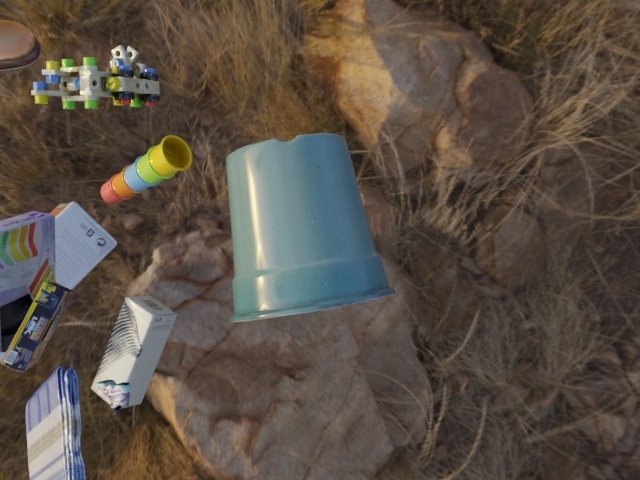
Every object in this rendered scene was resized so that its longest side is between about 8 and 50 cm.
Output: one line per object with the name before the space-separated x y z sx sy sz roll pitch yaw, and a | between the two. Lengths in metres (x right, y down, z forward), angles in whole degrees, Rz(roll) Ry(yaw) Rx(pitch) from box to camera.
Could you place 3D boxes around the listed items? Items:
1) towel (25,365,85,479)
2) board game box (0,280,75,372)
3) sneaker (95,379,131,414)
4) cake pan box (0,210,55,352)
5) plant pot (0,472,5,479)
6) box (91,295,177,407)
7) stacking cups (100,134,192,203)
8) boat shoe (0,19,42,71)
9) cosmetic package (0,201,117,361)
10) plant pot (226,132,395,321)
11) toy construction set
towel | -0.421 0.366 1.085 0.034 0.209 0.285 5 59 -39
board game box | -0.551 0.167 1.337 0.048 0.141 0.170 26 81 -8
sneaker | -0.437 0.331 1.428 0.038 0.098 0.069 -2 91 -52
cake pan box | -0.641 0.093 1.385 0.070 0.245 0.267 10 105 16
plant pot | -0.477 0.343 0.905 0.081 0.083 0.081 45 73 -24
box | -0.483 0.286 1.756 0.113 0.094 0.275 27 101 26
stacking cups | -0.468 -0.167 1.770 0.316 0.096 0.096 -24 99 36
boat shoe | -0.509 -0.289 1.036 0.206 0.073 0.073 9 67 17
cosmetic package | -0.763 0.111 1.757 0.161 0.230 0.453 48 69 -21
plant pot | -0.044 -0.027 1.387 0.340 0.341 0.335 -10 88 -10
toy construction set | -0.533 -0.397 1.703 0.214 0.328 0.151 4 114 23
